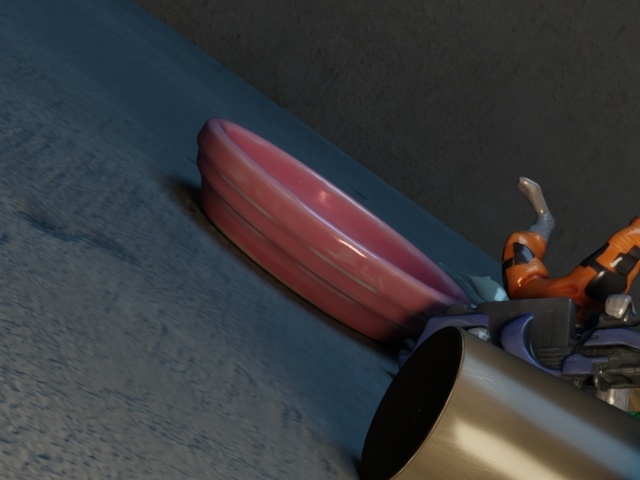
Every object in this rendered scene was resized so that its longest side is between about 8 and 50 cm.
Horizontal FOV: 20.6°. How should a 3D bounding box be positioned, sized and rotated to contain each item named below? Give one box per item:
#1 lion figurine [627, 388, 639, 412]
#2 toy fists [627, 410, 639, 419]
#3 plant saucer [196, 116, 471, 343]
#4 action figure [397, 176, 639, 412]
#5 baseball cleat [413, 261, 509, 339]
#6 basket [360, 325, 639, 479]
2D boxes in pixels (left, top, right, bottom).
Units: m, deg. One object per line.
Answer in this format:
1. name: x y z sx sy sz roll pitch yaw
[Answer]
1. lion figurine: 0.291 0.179 1.932 0.240 0.142 0.392 46 24 13
2. toy fists: 0.315 0.234 1.541 0.096 0.142 0.279 34 7 -18
3. plant saucer: 0.000 0.000 1.802 0.332 0.084 0.332 36 7 -5
4. action figure: 0.266 0.088 1.622 0.341 0.330 0.178 3 -30 35
5. baseball cleat: 0.121 0.069 1.967 0.206 0.109 0.072 0 -70 58
6. basket: 0.155 0.167 1.230 0.227 0.154 0.204 31 4 -13
